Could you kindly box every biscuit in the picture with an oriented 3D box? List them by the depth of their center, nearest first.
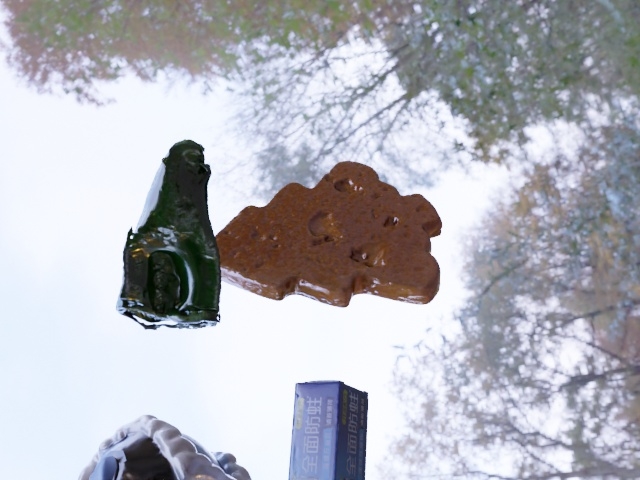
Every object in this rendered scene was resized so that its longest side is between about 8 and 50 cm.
[{"bbox_3d":[0.000,0.000,0.918,0.284,0.306,0.043,-114,16,-48],"label":"biscuit"}]

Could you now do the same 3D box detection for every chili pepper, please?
[{"bbox_3d":[-0.144,0.005,0.751,0.062,0.108,0.216,-106,27,-68],"label":"chili pepper"}]

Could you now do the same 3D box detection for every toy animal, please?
[{"bbox_3d":[-0.199,0.333,0.945,0.204,0.208,0.156,39,-173,-35],"label":"toy animal"}]

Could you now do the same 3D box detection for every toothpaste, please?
[{"bbox_3d":[0.004,0.317,0.796,0.076,0.066,0.320,34,-127,-53],"label":"toothpaste"}]
